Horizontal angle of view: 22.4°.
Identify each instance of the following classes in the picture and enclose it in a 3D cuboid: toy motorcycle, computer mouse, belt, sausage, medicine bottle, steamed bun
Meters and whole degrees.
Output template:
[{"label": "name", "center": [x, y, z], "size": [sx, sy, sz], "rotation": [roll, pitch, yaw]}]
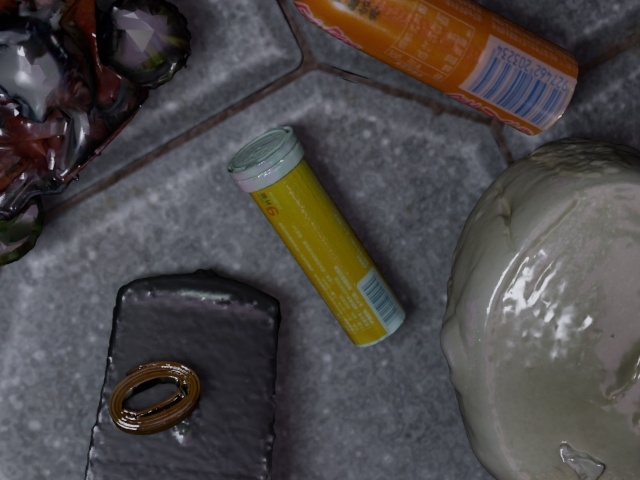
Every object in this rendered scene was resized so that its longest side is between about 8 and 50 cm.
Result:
[{"label": "toy motorcycle", "center": [-0.293, -0.087, 1.356], "size": [0.207, 0.134, 0.401], "rotation": [41, 81, -21]}, {"label": "computer mouse", "center": [-0.126, 0.174, 1.488], "size": [0.168, 0.087, 0.295], "rotation": [9, 80, -8]}, {"label": "belt", "center": [-0.147, 0.138, 1.429], "size": [0.083, 0.036, 0.059], "rotation": [-21, 75, -10]}, {"label": "sausage", "center": [0.090, -0.200, 1.506], "size": [0.312, 0.093, 0.093], "rotation": [23, 90, -22]}, {"label": "medicine bottle", "center": [0.000, 0.000, 1.514], "size": [0.074, 0.074, 0.218], "rotation": [-38, 111, -11]}, {"label": "steamed bun", "center": [0.232, 0.107, 1.534], "size": [0.236, 0.247, 0.384], "rotation": [-9, 102, 1]}]
